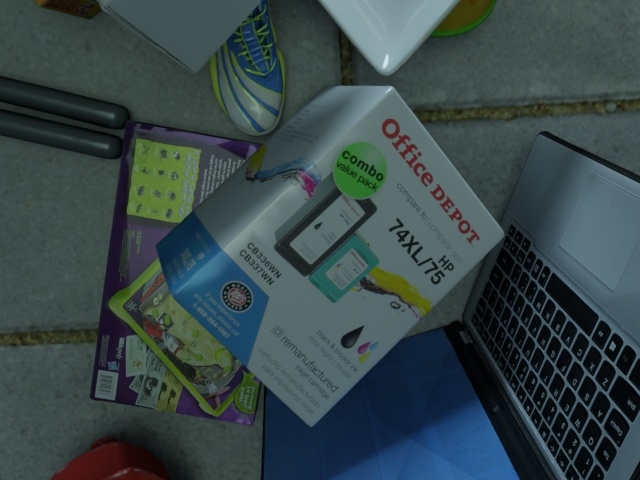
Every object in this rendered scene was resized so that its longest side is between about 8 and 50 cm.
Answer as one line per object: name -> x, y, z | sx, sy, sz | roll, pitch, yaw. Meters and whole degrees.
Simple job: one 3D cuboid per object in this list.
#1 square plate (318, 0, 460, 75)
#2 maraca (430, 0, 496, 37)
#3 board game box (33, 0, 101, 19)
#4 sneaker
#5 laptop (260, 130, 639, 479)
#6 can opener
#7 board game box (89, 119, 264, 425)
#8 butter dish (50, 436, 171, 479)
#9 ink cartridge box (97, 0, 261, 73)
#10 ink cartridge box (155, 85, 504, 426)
square plate -> 0.081, -0.404, 0.650 | 0.344, 0.049, 0.347 | -43, 79, 25
maraca -> 0.106, -0.294, 0.737 | 0.185, 0.099, 0.127 | 22, 81, 7
board game box -> -0.343, -0.359, 0.710 | 0.039, 0.124, 0.259 | -37, 97, 11
sneaker -> -0.092, -0.235, 0.730 | 0.091, 0.126, 0.240 | -10, 98, 1
laptop -> 0.109, 0.093, 0.636 | 0.236, 0.382, 0.408 | 15, 108, -9
can opener -> -0.366, -0.152, 0.765 | 0.280, 0.093, 0.074 | 13, 98, -7
board game box -> -0.154, 0.043, 0.815 | 0.208, 0.056, 0.347 | 11, 99, 2
butter dish -> -0.260, 0.300, 0.824 | 0.159, 0.118, 0.160 | -31, 139, 4
ink cartridge box -> -0.156, -0.346, 0.634 | 0.223, 0.129, 0.307 | -46, 60, 9
ink cartridge box -> 0.000, 0.000, 0.694 | 0.270, 0.197, 0.198 | -44, 111, -4
